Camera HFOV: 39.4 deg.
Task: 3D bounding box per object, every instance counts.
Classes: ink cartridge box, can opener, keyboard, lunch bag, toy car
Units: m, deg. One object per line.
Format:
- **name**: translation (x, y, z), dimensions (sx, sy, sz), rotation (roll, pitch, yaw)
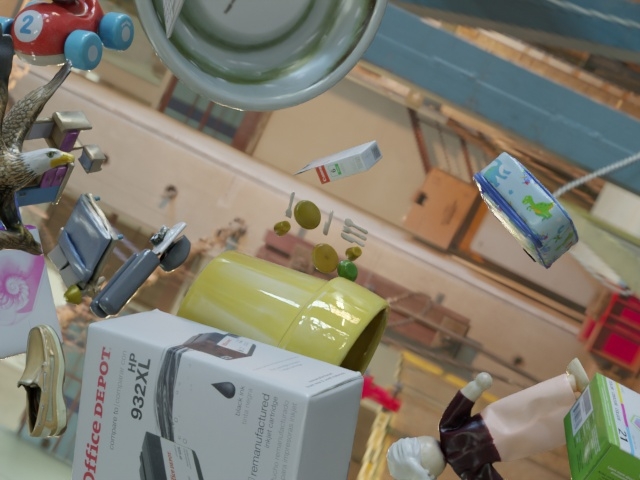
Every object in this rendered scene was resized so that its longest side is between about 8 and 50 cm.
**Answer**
- **ink cartridge box**: translation (0.025, -0.106, 1.276), dimensions (0.115, 0.029, 0.063), rotation (-16, 15, 30)
- **can opener**: translation (-0.350, 0.060, 1.804), dimensions (0.074, 0.093, 0.280), rotation (-21, 22, 45)
- **ink cartridge box**: translation (-0.127, 0.228, 1.027), dimensions (0.129, 0.307, 0.223), rotation (-5, -74, -60)
- **keyboard**: translation (-0.153, -0.314, 1.003), dimensions (0.256, 0.014, 0.072), rotation (145, 124, -67)
- **ink cartridge box**: translation (0.474, 0.316, 1.226), dimensions (0.097, 0.255, 0.189), rotation (-63, 0, 23)
- **ink cartridge box**: translation (-0.672, 0.074, 1.672), dimensions (0.324, 0.330, 0.071), rotation (-12, -3, -44)
- **lunch bag**: translation (0.348, -0.052, 1.520), dimensions (0.090, 0.176, 0.219), rotation (-40, -23, 8)
- **toy car**: translation (-0.493, -0.462, 1.657), dimensions (0.210, 0.219, 0.238), rotation (-52, -31, -51)

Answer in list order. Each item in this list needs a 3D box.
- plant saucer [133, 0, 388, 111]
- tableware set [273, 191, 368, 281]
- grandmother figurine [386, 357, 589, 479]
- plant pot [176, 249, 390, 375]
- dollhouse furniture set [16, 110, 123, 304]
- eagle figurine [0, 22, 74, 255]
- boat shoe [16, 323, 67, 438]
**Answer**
- **plant saucer**: translation (-0.088, -0.389, 1.273), dimensions (0.100, 0.400, 0.400), rotation (33, 98, 56)
- **tableware set**: translation (0.000, 0.000, 1.377), dimensions (0.024, 0.154, 0.104), rotation (-29, 41, 55)
- **grandmother figurine**: translation (0.271, 0.315, 1.420), dimensions (0.342, 0.208, 0.104), rotation (-20, -8, 7)
- **plant pot**: translation (-0.065, 0.140, 1.247), dimensions (0.254, 0.239, 0.254), rotation (-56, -15, -23)
- **dollhouse furniture set**: translation (-0.542, -0.049, 1.802), dimensions (0.198, 0.303, 0.286), rotation (-15, -27, -43)
- **eagle figurine**: translation (-0.448, -0.129, 1.240), dimensions (0.226, 0.225, 0.298), rotation (-25, 70, 62)
- **boat shoe**: translation (-0.463, 0.229, 1.470), dimensions (0.068, 0.190, 0.072), rotation (-26, -21, 34)
